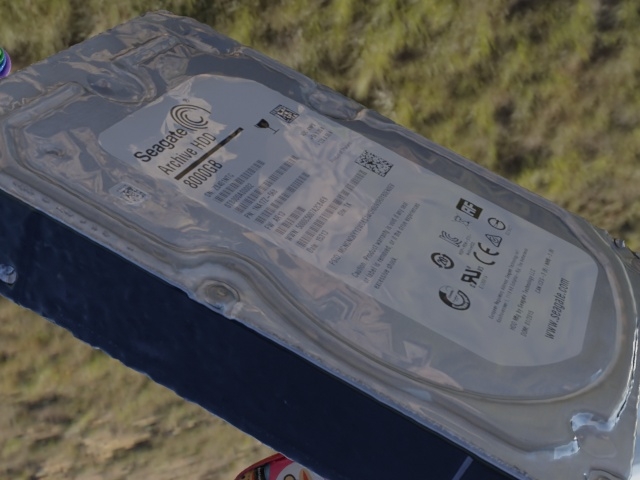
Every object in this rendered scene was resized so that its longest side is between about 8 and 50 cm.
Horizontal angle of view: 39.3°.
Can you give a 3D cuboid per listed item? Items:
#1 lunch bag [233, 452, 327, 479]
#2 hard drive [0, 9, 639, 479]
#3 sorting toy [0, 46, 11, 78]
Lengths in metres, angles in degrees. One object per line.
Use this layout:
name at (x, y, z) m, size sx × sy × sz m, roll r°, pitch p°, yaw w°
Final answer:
lunch bag at (0.048, 0.343, 0.916) m, size 0.258 × 0.293 × 0.120 m, roll -27°, pitch 151°, yaw 20°
hard drive at (0.000, 0.000, 0.460) m, size 0.237 × 0.339 × 0.064 m, roll -50°, pitch 166°, yaw -56°
sorting toy at (-0.493, -0.157, 1.482) m, size 0.127 × 0.365 × 0.126 m, roll -19°, pitch -176°, yaw -26°
